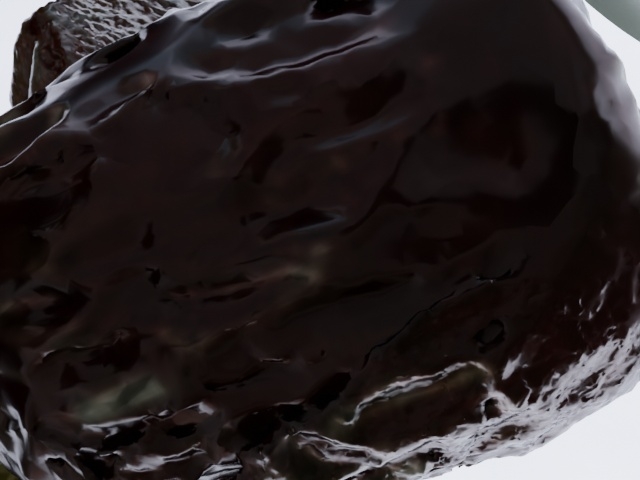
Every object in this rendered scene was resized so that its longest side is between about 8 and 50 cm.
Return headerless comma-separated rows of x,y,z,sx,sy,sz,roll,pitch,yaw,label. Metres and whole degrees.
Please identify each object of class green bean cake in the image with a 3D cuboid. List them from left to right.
-0.082,-0.104,0.998,0.198,0.232,0.097,52,-41,39,green bean cake

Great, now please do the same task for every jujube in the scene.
0.000,0.000,0.753,0.376,0.258,0.258,-15,-109,-6,jujube

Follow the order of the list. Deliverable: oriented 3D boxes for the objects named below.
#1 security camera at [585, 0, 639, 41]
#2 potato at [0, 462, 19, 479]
0.112,-0.145,0.333,0.194,0.194,0.236,-37,-97,20,security camera
-0.129,0.162,0.986,0.213,0.280,0.330,-58,-138,22,potato
